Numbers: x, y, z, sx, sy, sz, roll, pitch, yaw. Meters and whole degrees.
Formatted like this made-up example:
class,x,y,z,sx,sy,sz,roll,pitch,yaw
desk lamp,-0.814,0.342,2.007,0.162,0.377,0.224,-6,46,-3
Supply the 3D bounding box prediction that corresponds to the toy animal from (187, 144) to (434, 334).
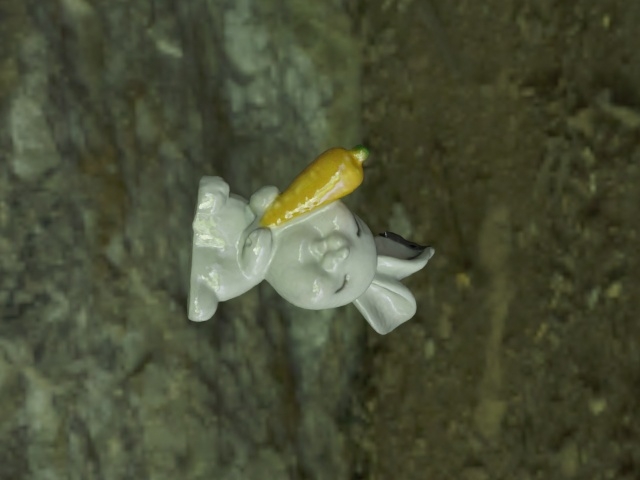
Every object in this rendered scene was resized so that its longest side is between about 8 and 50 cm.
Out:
class,x,y,z,sx,sy,sz,roll,pitch,yaw
toy animal,0.000,0.000,0.913,0.127,0.182,0.131,170,107,-84
